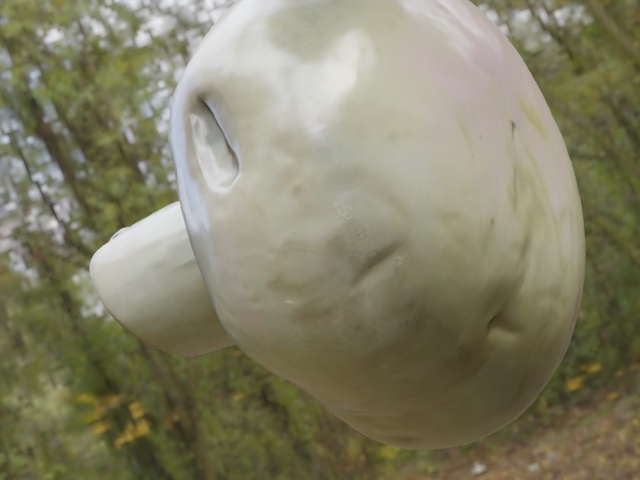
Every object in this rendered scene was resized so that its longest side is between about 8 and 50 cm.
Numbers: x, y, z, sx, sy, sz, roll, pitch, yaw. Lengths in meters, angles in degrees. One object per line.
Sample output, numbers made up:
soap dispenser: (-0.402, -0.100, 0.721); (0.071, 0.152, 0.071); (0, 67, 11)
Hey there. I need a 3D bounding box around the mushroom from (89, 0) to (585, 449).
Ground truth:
mushroom: (0.031, -0.001, 1.028); (0.353, 0.325, 0.353); (-44, -14, -14)
